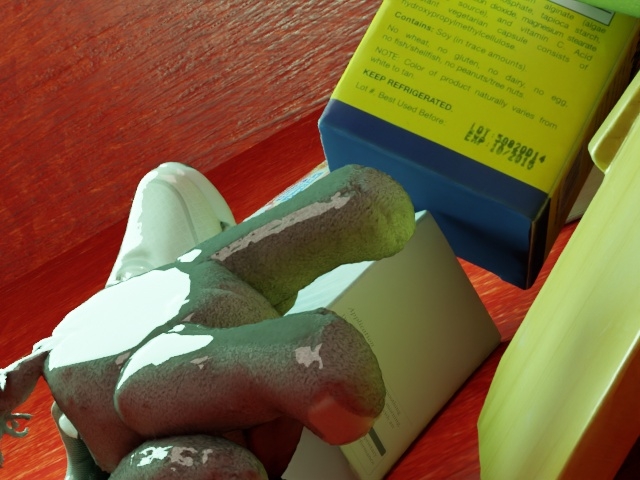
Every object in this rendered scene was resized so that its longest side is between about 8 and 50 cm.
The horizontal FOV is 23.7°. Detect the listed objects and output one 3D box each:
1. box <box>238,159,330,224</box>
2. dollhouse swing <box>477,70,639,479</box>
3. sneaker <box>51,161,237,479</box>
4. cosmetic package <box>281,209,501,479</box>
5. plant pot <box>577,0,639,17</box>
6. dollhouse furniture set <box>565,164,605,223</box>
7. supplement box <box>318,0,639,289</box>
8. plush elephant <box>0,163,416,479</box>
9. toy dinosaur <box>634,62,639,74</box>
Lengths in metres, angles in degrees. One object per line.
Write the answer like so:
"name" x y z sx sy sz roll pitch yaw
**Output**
"box" 0.000 0.000 1.696 0.257 0.122 0.128 -38 14 -33
"dollhouse swing" 0.283 0.051 0.925 0.315 0.305 0.347 12 16 1
"sneaker" -0.129 0.088 1.106 0.118 0.292 0.110 1 8 -43
"cosmetic package" -0.013 0.106 1.250 0.224 0.138 0.224 -20 15 43
"plant pot" 0.301 -0.258 1.085 0.293 0.275 0.275 0 26 27
"dollhouse furniture set" 0.222 -0.135 1.512 0.161 0.212 0.242 -24 40 23
"supplement box" 0.171 -0.173 1.298 0.356 0.194 0.195 -61 -14 -13
"plush elephant" -0.058 0.152 0.959 0.330 0.255 0.272 -21 22 10
"toy dinosaur" 0.352 -0.114 1.331 0.121 0.160 0.313 -68 -14 17
